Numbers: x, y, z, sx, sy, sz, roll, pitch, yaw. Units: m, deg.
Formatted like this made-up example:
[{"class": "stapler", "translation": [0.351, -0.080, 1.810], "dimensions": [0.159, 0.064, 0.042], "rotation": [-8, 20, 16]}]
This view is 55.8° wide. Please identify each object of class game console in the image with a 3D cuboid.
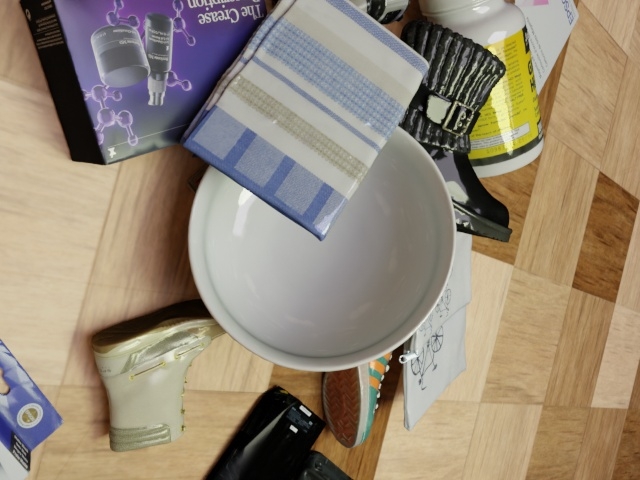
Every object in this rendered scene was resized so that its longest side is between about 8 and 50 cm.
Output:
[{"class": "game console", "translation": [-0.035, 0.418, 1.025], "dimensions": [0.213, 0.044, 0.361], "rotation": [-53, 128, -19]}]

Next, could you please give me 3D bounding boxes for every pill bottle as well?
[{"class": "pill bottle", "translation": [0.277, -0.295, 1.067], "dimensions": [0.188, 0.187, 0.334], "rotation": [-38, 122, -31]}]

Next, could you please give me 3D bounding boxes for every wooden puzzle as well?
[{"class": "wooden puzzle", "translation": [-0.143, -0.078, 0.843], "dimensions": [0.079, 0.014, 0.116], "rotation": [-56, 129, -19]}]

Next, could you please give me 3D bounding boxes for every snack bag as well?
[{"class": "snack bag", "translation": [0.232, 0.158, 1.165], "dimensions": [0.323, 0.037, 0.343], "rotation": [-21, 113, -56]}]

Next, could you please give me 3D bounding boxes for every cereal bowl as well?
[{"class": "cereal bowl", "translation": [0.000, 0.000, 0.808], "dimensions": [0.338, 0.141, 0.339], "rotation": [1, 81, -3]}]

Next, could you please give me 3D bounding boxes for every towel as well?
[{"class": "towel", "translation": [-0.010, -0.169, 0.732], "dimensions": [0.209, 0.034, 0.285], "rotation": [33, 73, -8]}]

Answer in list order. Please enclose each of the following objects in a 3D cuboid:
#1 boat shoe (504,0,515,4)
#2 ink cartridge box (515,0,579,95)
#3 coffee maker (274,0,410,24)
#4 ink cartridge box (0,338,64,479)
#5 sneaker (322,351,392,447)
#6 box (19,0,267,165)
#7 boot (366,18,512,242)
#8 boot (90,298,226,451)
[{"class": "boat shoe", "translation": [0.307, -0.470, 1.066], "dimensions": [0.060, 0.064, 0.178], "rotation": [-45, 135, -15]}, {"class": "ink cartridge box", "translation": [0.392, -0.458, 1.225], "dimensions": [0.324, 0.071, 0.330], "rotation": [43, 68, -39]}, {"class": "coffee maker", "translation": [0.028, -0.379, 0.869], "dimensions": [0.178, 0.120, 0.171], "rotation": [-33, 119, -34]}, {"class": "ink cartridge box", "translation": [-0.412, 0.201, 0.629], "dimensions": [0.224, 0.045, 0.223], "rotation": [-41, 123, -30]}, {"class": "sneaker", "translation": [0.080, 0.203, 1.041], "dimensions": [0.121, 0.108, 0.302], "rotation": [-4, 100, -38]}, {"class": "box", "translation": [-0.183, -0.214, 0.722], "dimensions": [0.261, 0.103, 0.184], "rotation": [-27, 119, -36]}, {"class": "boot", "translation": [0.224, -0.159, 0.964], "dimensions": [0.348, 0.131, 0.260], "rotation": [25, 89, -33]}, {"class": "boot", "translation": [-0.190, 0.175, 0.810], "dimensions": [0.213, 0.077, 0.165], "rotation": [-15, 109, -38]}]
